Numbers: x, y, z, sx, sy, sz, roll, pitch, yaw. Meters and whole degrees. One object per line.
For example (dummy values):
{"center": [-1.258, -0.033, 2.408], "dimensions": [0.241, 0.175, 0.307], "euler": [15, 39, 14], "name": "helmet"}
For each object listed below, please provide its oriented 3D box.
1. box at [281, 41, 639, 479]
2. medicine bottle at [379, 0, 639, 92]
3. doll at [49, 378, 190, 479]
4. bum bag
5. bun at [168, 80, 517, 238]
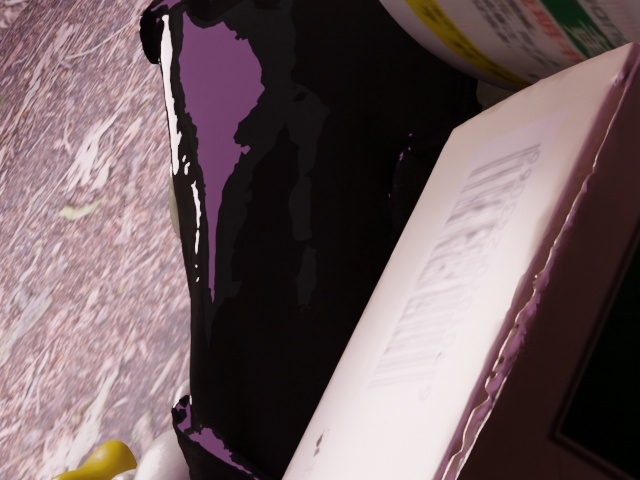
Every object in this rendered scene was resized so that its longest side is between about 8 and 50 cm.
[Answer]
{"center": [0.074, 0.092, 0.373], "dimensions": [0.095, 0.168, 0.212], "euler": [-19, 42, 64], "name": "box"}
{"center": [0.149, -0.137, 0.492], "dimensions": [0.208, 0.208, 0.340], "euler": [-57, 20, -4], "name": "medicine bottle"}
{"center": [-0.089, 0.126, 0.841], "dimensions": [0.113, 0.071, 0.135], "euler": [-11, 44, 52], "name": "doll"}
{"center": [0.000, 0.000, 0.663], "dimensions": [0.142, 0.080, 0.326], "euler": [-5, 76, 14], "name": "bum bag"}
{"center": [0.014, -0.079, 0.799], "dimensions": [0.239, 0.141, 0.239], "euler": [-42, 27, 27], "name": "bun"}
